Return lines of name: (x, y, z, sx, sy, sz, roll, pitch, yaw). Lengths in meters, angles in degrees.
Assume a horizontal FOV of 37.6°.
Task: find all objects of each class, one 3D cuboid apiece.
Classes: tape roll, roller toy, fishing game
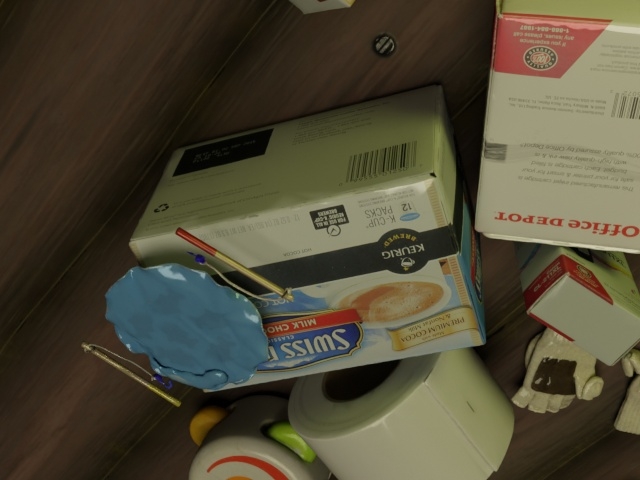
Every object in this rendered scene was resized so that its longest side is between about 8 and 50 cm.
tape roll: (0.102, 0.214, 1.214, 0.246, 0.246, 0.169, -28, 114, 23)
roller toy: (-0.084, 0.330, 1.369, 0.209, 0.146, 0.191, -6, 112, 18)
fishing game: (-0.140, 0.089, 1.017, 0.189, 0.041, 0.264, 31, 132, -10)

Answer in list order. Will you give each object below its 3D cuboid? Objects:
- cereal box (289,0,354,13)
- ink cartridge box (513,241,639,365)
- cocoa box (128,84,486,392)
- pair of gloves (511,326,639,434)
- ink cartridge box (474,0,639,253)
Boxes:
cereal box: (-0.074, -0.318, 0.936, 0.240, 0.173, 0.047, 36, 90, -19)
ink cartridge box: (0.306, 0.046, 1.122, 0.127, 0.175, 0.072, 31, 118, -12)
cocoa box: (0.000, 0.000, 1.098, 0.347, 0.231, 0.228, -12, 120, 15)
pair of gloves: (0.399, 0.176, 1.270, 0.240, 0.042, 0.204, 17, 122, -4)
ink cartridge box: (0.280, -0.136, 1.013, 0.207, 0.117, 0.283, 7, 133, 9)
